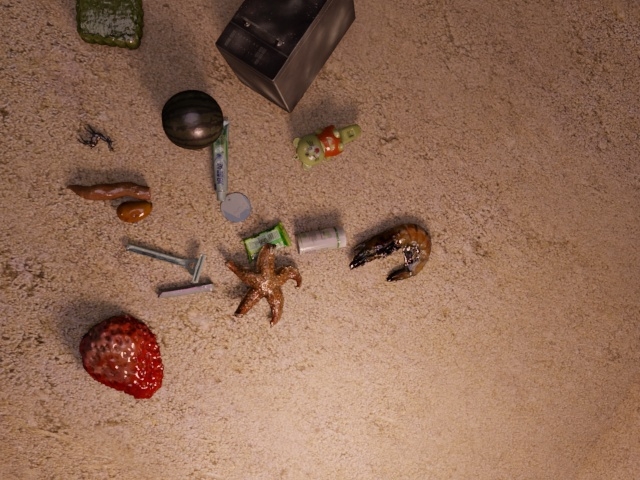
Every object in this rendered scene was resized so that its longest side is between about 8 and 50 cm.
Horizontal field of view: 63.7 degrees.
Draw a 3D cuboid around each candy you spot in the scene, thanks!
[{"bbox_3d":[-0.207,0.008,1.960,0.178,0.032,0.102,-25,103,-10],"label":"candy"}]

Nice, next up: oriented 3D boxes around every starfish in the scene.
[{"bbox_3d":[-0.223,0.167,1.926,0.312,0.113,0.303,42,84,-21],"label":"starfish"}]

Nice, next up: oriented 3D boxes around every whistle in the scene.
[{"bbox_3d":[0.024,-0.366,1.941,0.289,0.106,0.131,-25,106,-9],"label":"whistle"}]

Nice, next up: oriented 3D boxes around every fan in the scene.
[{"bbox_3d":[-0.337,-0.147,1.931,0.113,0.005,0.175,-42,102,-8],"label":"fan"}]

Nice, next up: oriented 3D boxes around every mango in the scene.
[{"bbox_3d":[-0.659,-0.105,1.832,0.127,0.063,0.077,-13,106,-12],"label":"mango"}]

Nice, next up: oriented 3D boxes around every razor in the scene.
[{"bbox_3d":[-0.567,0.063,1.881,0.278,0.056,0.111,18,89,-6],"label":"razor"}]

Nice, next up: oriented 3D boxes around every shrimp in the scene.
[{"bbox_3d":[0.288,0.070,2.062,0.365,0.071,0.233,-25,105,-15],"label":"shrimp"}]

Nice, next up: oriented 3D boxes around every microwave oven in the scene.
[{"bbox_3d":[-0.099,-0.711,1.753,0.236,0.374,0.432,34,89,10],"label":"microwave oven"}]

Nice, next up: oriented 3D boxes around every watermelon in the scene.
[{"bbox_3d":[-0.440,-0.418,1.784,0.212,0.212,0.212,-1,95,-12],"label":"watermelon"}]

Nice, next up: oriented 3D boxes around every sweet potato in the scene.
[{"bbox_3d":[-0.744,-0.173,1.809,0.281,0.059,0.067,-2,67,-15],"label":"sweet potato"}]

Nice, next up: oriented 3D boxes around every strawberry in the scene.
[{"bbox_3d":[-0.694,0.432,1.829,0.265,0.149,0.336,-37,102,-9],"label":"strawberry"}]

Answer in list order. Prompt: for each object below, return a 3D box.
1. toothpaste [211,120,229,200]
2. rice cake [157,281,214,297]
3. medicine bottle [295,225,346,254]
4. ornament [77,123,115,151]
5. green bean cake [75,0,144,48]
[{"bbox_3d":[-0.367,-0.293,1.892,0.075,0.048,0.296,-1,90,-12],"label":"toothpaste"},{"bbox_3d":[-0.499,0.184,1.910,0.208,0.033,0.033,-8,106,-11],"label":"rice cake"},{"bbox_3d":[0.000,0.000,1.978,0.184,0.086,0.086,-10,97,-12],"label":"medicine bottle"},{"bbox_3d":[-0.779,-0.346,1.806,0.125,0.028,0.073,32,87,-11],"label":"ornament"},{"bbox_3d":[-0.712,-0.760,1.741,0.214,0.113,0.200,0,94,-13],"label":"green bean cake"}]
